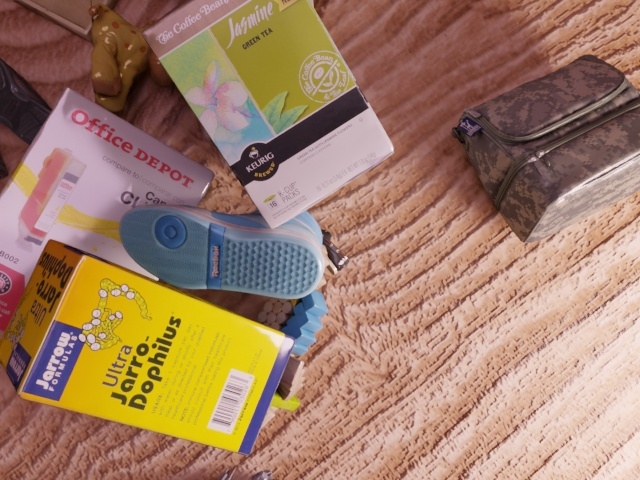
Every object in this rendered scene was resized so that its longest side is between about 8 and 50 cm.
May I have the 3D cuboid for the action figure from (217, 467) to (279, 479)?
[{"bbox_3d":[-0.092,0.482,1.125,0.285,0.099,0.185,32,47,-8],"label":"action figure"}]

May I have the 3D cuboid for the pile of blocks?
[{"bbox_3d":[-0.046,0.183,1.173,0.149,0.112,0.362,21,84,41],"label":"pile of blocks"}]

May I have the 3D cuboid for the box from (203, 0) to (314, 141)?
[{"bbox_3d":[-0.119,-0.356,1.290,0.232,0.058,0.322,-6,80,-4],"label":"box"}]

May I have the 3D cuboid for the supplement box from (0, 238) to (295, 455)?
[{"bbox_3d":[-0.253,0.160,1.006,0.356,0.194,0.195,27,81,-34],"label":"supplement box"}]

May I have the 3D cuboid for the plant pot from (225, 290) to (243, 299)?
[{"bbox_3d":[-0.159,0.027,1.208,0.109,0.109,0.096,30,68,3],"label":"plant pot"}]

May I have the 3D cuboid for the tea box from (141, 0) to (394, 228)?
[{"bbox_3d":[-0.081,-0.242,1.059,0.220,0.329,0.323,-33,108,4],"label":"tea box"}]

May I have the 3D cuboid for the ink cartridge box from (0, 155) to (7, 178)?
[{"bbox_3d":[-0.747,-0.174,1.232,0.275,0.060,0.239,-25,84,-6],"label":"ink cartridge box"}]

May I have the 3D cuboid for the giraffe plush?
[{"bbox_3d":[-0.321,-0.335,1.227,0.170,0.181,0.210,-3,99,-15],"label":"giraffe plush"}]

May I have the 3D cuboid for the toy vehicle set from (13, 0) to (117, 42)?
[{"bbox_3d":[-0.516,-0.516,1.305,0.267,0.035,0.166,29,81,2],"label":"toy vehicle set"}]

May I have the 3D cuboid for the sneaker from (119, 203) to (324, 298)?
[{"bbox_3d":[-0.144,-0.004,1.098,0.319,0.208,0.127,15,109,2],"label":"sneaker"}]

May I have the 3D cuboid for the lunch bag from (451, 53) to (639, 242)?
[{"bbox_3d":[0.423,-0.176,1.218,0.305,0.212,0.256,-27,67,-7],"label":"lunch bag"}]

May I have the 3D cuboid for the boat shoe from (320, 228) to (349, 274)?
[{"bbox_3d":[0.000,0.000,1.244,0.042,0.049,0.133,-39,87,-13],"label":"boat shoe"}]

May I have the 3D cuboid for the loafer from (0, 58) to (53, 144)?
[{"bbox_3d":[-0.562,-0.253,1.248,0.267,0.084,0.096,42,95,8],"label":"loafer"}]

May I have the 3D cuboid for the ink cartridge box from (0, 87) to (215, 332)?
[{"bbox_3d":[-0.394,-0.015,1.133,0.279,0.160,0.384,30,80,-18],"label":"ink cartridge box"}]
